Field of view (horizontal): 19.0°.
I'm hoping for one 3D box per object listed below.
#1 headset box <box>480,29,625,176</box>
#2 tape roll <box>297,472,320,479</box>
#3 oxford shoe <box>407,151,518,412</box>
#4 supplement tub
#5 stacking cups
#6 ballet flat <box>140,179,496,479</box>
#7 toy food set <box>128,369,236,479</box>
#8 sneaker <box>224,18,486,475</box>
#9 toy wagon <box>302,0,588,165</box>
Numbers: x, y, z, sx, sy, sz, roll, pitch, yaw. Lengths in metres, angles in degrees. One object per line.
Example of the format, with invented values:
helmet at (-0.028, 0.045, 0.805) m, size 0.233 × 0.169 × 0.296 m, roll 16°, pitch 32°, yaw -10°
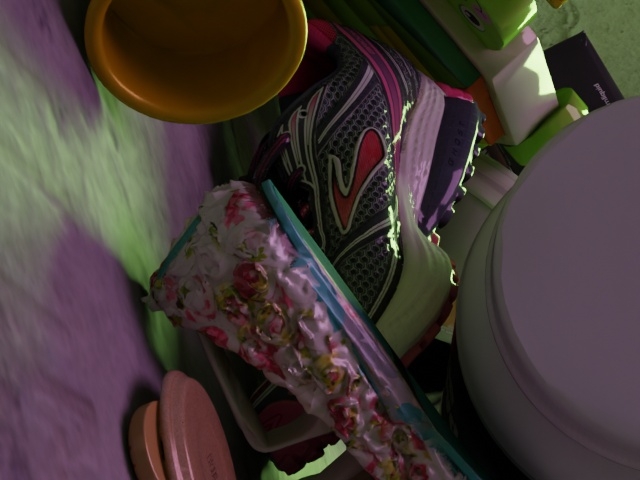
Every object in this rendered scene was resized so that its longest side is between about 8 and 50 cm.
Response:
headset box at (0.173, -0.005, 1.427) m, size 0.218 × 0.110 × 0.293 m, roll 60°, pitch -18°, yaw 10°
tape roll at (0.066, 0.299, 0.965) m, size 0.392 × 0.072 × 0.392 m, roll -15°, pitch 90°, yaw -80°
oxford shoe at (0.095, 0.097, 1.349) m, size 0.130 × 0.169 × 0.449 m, roll -54°, pitch 156°, yaw -20°
supplement tub at (0.157, 0.062, 0.926) m, size 0.272 × 0.191 × 0.191 m, roll 88°, pitch -9°, yaw -67°
stacking cups at (-0.060, -0.189, 0.916) m, size 0.316 × 0.096 × 0.096 m, roll -94°, pitch 166°, yaw -48°
ballet flat at (0.011, 0.077, 0.832) m, size 0.241 × 0.077 × 0.091 m, roll 52°, pitch 3°, yaw -18°
toy food set at (-0.051, 0.092, 0.753) m, size 0.083 × 0.020 × 0.083 m, roll -83°, pitch 156°, yaw -68°
sneaker at (0.000, 0.000, 0.998) m, size 0.112 × 0.121 × 0.299 m, roll 34°, pitch 35°, yaw -16°
toy wagon at (0.050, -0.155, 1.159) m, size 0.267 × 0.068 × 0.344 m, roll 48°, pitch -6°, yaw -14°
